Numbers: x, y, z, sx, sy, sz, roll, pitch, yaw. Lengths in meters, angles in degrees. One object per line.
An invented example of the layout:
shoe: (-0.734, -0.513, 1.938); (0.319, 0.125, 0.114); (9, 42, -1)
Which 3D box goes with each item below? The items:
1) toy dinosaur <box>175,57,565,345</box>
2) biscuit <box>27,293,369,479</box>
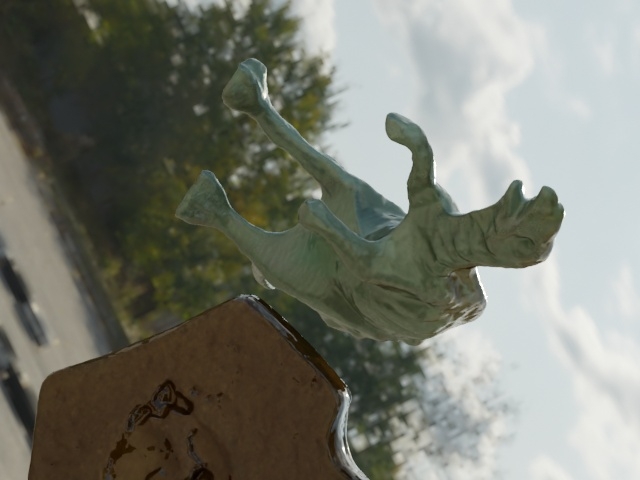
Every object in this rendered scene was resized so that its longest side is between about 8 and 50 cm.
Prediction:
toy dinosaur: (0.000, 0.000, 0.853); (0.205, 0.092, 0.393); (37, -27, -1)
biscuit: (-0.055, 0.147, 0.690); (0.034, 0.182, 0.215); (33, 35, -73)
